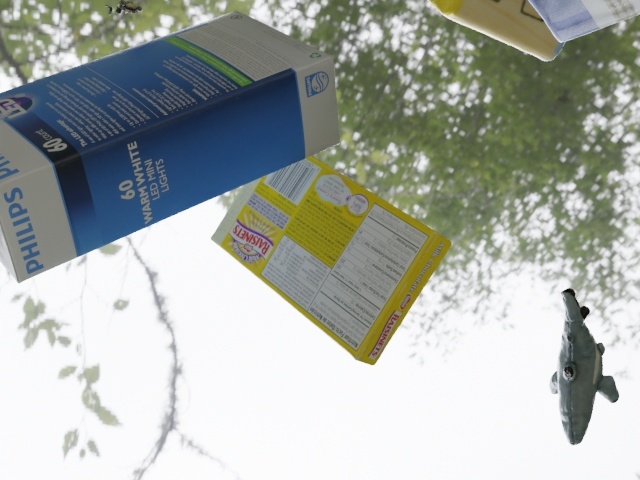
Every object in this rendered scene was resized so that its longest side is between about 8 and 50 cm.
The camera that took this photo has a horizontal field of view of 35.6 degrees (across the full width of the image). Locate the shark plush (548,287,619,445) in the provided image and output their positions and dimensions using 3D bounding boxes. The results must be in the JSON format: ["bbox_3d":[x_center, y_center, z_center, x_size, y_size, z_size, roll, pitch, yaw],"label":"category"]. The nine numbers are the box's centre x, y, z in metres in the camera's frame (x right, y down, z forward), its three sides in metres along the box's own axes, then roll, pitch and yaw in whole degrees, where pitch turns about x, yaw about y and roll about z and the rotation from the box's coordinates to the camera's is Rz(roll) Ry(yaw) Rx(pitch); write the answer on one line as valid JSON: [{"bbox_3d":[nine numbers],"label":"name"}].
[{"bbox_3d":[0.264,0.125,1.003,0.073,0.161,0.067,17,-147,25],"label":"shark plush"}]

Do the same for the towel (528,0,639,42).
[{"bbox_3d":[0.351,-0.350,1.139,0.209,0.285,0.034,44,-134,-31],"label":"towel"}]

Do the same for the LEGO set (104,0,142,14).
[{"bbox_3d":[-0.173,-0.235,0.861,0.054,0.083,0.023,7,-134,-25],"label":"LEGO set"}]

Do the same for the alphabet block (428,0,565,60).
[{"bbox_3d":[0.258,-0.394,1.386,0.197,0.193,0.192,15,-154,-31],"label":"alphabet block"}]

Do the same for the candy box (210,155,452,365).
[{"bbox_3d":[0.000,0.000,0.757,0.027,0.105,0.206,26,-173,-44],"label":"candy box"}]

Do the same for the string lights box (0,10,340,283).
[{"bbox_3d":[-0.130,-0.079,0.715,0.260,0.076,0.133,-26,-141,-26],"label":"string lights box"}]
